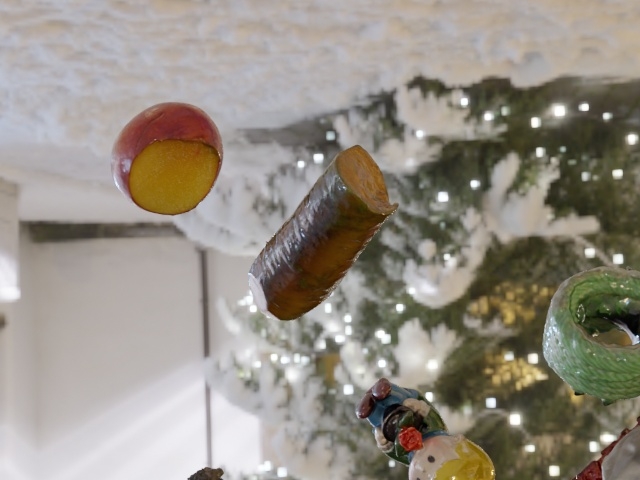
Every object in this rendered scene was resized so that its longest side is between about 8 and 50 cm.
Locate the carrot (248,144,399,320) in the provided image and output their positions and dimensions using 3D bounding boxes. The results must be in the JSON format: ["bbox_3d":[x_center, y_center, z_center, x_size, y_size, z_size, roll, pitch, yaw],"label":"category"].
[{"bbox_3d":[0.000,0.000,1.373,0.114,0.114,0.302,0,148,-30],"label":"carrot"}]

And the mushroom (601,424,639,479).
[{"bbox_3d":[0.517,0.282,1.515,0.351,0.097,0.109,-37,-148,-25],"label":"mushroom"}]

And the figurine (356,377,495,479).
[{"bbox_3d":[0.160,0.310,1.563,0.185,0.127,0.234,46,-172,-34],"label":"figurine"}]

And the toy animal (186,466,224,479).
[{"bbox_3d":[-0.218,0.427,1.605,0.086,0.069,0.220,36,-140,20],"label":"toy animal"}]

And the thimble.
[{"bbox_3d":[0.483,0.154,1.762,0.219,0.219,0.150,-2,139,1],"label":"thimble"}]

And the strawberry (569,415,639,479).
[{"bbox_3d":[0.571,0.484,1.965,0.150,0.280,0.253,44,171,36],"label":"strawberry"}]

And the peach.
[{"bbox_3d":[-0.248,-0.133,1.743,0.190,0.190,0.192,0,-175,-31],"label":"peach"}]
